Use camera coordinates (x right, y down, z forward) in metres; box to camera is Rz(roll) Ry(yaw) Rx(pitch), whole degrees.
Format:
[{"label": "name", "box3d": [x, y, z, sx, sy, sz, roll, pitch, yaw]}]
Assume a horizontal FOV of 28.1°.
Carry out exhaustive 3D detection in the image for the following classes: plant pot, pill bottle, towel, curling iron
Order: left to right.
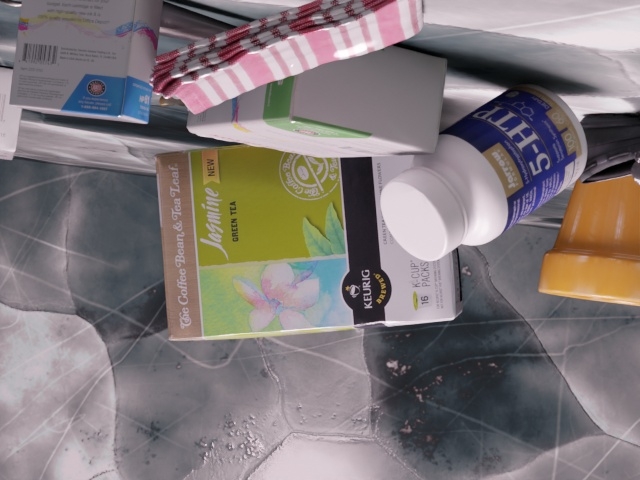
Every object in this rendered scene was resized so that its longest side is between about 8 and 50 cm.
[{"label": "curling iron", "box3d": [-0.157, -0.180, 1.011, 0.274, 0.035, 0.068, 10, -159, -44]}, {"label": "towel", "box3d": [-0.018, -0.137, 0.925, 0.197, 0.029, 0.144, -18, 177, 6]}, {"label": "pill bottle", "box3d": [0.150, -0.061, 1.194, 0.187, 0.112, 0.112, -34, -158, -30]}, {"label": "plant pot", "box3d": [0.409, -0.010, 1.731, 0.205, 0.187, 0.205, 7, 177, 0]}]

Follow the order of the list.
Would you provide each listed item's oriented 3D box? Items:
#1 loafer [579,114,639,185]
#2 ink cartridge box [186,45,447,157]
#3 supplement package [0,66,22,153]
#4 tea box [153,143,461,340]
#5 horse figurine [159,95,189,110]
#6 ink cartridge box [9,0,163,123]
[{"label": "loafer", "box3d": [0.348, -0.088, 1.297, 0.076, 0.078, 0.223, 8, 178, -34]}, {"label": "ink cartridge box", "box3d": [-0.009, -0.132, 1.182, 0.154, 0.093, 0.212, 9, 176, -30]}, {"label": "supplement package", "box3d": [-0.441, -0.166, 1.654, 0.105, 0.105, 0.179, 7, 178, -14]}, {"label": "tea box", "box3d": [0.000, 0.000, 1.535, 0.324, 0.219, 0.329, -6, 177, 7]}, {"label": "horse figurine", "box3d": [-0.080, -0.148, 1.419, 0.175, 0.066, 0.263, 12, 180, 37]}, {"label": "ink cartridge box", "box3d": [-0.161, -0.148, 0.892, 0.089, 0.122, 0.052, 8, -178, 17]}]
